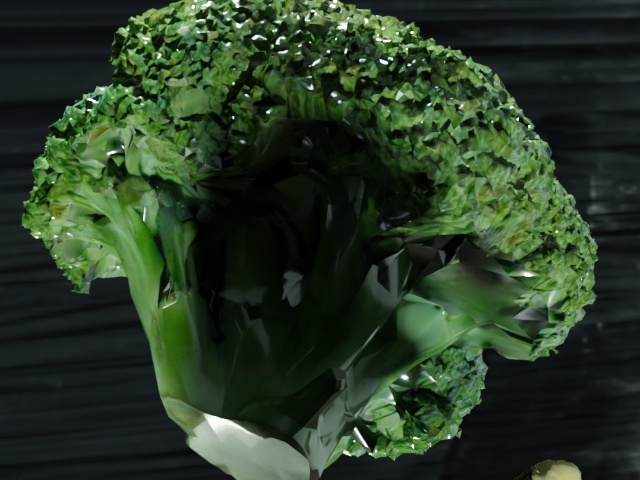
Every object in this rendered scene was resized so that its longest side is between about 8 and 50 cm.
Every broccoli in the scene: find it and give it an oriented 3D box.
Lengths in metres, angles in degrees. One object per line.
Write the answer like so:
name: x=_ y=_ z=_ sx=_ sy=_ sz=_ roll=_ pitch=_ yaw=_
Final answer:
broccoli: x=-0.008 y=-0.003 z=0.832 sx=0.321 sy=0.310 sz=0.413 roll=50 pitch=151 yaw=12

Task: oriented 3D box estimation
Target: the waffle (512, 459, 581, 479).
waffle: x=0.043 y=0.220 z=0.585 sx=0.250 sy=0.056 sz=0.261 roll=-55 pitch=-6 yaw=-31
